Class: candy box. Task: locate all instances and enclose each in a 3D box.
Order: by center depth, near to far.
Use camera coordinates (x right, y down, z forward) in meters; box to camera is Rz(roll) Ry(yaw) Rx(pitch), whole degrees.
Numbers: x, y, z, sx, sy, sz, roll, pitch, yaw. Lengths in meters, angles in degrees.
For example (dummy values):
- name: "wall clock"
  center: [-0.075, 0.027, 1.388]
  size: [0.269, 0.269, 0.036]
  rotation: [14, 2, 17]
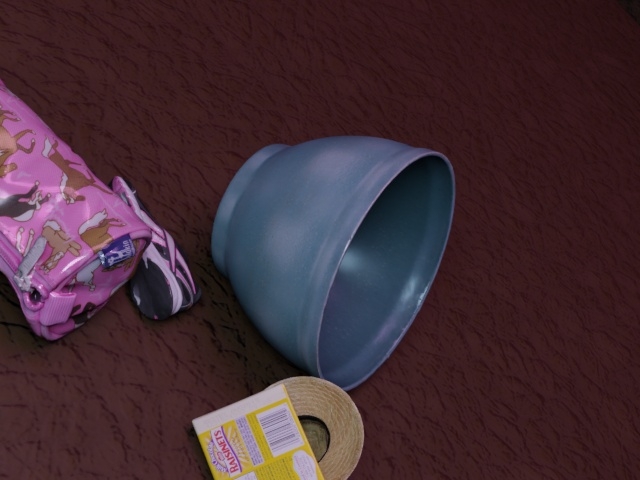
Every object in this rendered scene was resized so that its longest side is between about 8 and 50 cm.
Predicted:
- name: "candy box"
  center: [-0.047, 0.255, 1.199]
  size: [0.105, 0.027, 0.206]
  rotation: [-23, 63, -5]

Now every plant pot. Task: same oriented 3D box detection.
- name: "plant pot"
  center: [0.000, 0.000, 1.362]
  size: [0.196, 0.293, 0.293]
  rotation: [26, 31, 24]

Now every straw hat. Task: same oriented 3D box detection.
- name: "straw hat"
  center: [-0.021, 0.221, 1.264]
  size: [0.144, 0.061, 0.144]
  rotation: [-4, 63, 8]

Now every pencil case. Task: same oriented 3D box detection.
- name: "pencil case"
  center: [-0.349, -0.082, 1.214]
  size: [0.160, 0.167, 0.386]
  rotation: [-42, 83, -15]

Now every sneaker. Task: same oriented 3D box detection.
- name: "sneaker"
  center: [-0.195, 0.011, 1.338]
  size: [0.077, 0.072, 0.178]
  rotation: [-2, 61, -56]
